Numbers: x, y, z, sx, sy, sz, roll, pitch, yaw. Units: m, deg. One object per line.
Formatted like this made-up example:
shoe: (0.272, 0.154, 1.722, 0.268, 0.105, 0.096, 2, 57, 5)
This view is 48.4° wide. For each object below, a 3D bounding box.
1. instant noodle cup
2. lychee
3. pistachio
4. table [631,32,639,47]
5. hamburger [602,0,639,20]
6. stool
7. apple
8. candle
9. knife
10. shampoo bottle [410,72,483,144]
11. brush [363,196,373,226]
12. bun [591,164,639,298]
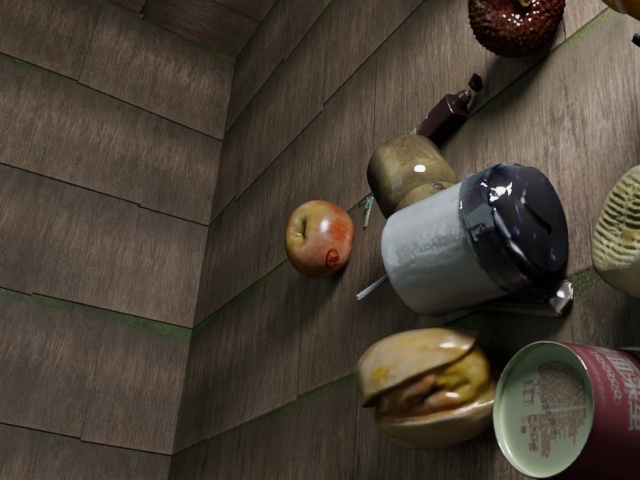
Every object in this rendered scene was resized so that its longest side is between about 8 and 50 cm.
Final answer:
instant noodle cup: (0.360, 0.241, 0.961, 0.235, 0.178, 0.235, -41, 41, 48)
lychee: (0.384, -0.450, 1.400, 0.194, 0.194, 0.194, -45, 36, 45)
pistachio: (0.187, 0.260, 1.287, 0.309, 0.230, 0.230, -32, 45, 48)
table: (0.510, -0.141, 0.824, 0.317, 0.249, 0.317, -44, 36, 45)
hamburger: (0.524, -0.358, 0.961, 0.302, 0.261, 0.186, 34, 110, 41)
stool: (0.212, -0.088, 1.502, 0.179, 0.179, 0.264, -59, 27, 26)
apple: (0.000, 0.000, 1.911, 0.209, 0.164, 0.209, -26, 55, 44)
candle: (0.242, 0.011, 1.253, 0.342, 0.221, 0.221, -24, 51, 40)
knife: (0.321, 0.091, 1.313, 0.365, 0.043, 0.089, 1, 76, 64)
shampoo bottle: (0.284, -0.282, 1.626, 0.236, 0.067, 0.068, -45, 46, 45)
brush: (0.124, -0.076, 1.880, 0.016, 0.013, 0.084, -8, 68, 61)
bun: (0.460, -0.007, 0.961, 0.193, 0.128, 0.178, -74, 3, -79)
